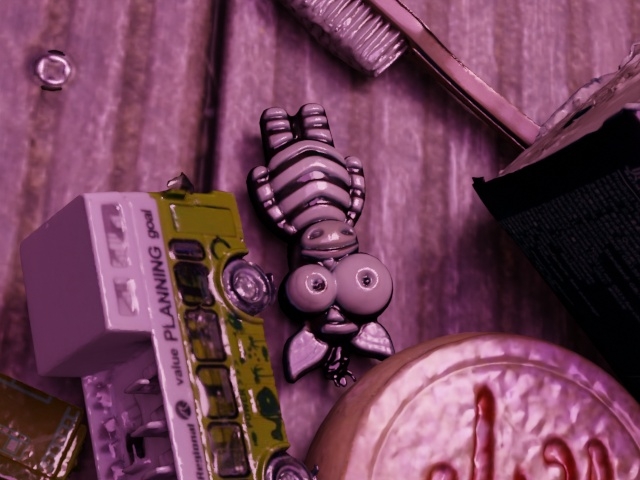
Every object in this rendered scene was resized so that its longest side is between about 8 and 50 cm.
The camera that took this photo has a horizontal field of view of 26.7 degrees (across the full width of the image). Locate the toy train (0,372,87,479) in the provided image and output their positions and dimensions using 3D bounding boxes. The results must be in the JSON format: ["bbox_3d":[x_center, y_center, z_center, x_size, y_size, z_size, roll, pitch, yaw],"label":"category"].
[{"bbox_3d":[-0.253,0.134,0.873,0.225,0.090,0.137,26,55,-8],"label":"toy train"}]

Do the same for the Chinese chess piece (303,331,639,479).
[{"bbox_3d":[0.115,0.197,0.925,0.270,0.112,0.270,5,70,-13],"label":"Chinese chess piece"}]

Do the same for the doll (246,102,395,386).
[{"bbox_3d":[0.000,0.000,0.995,0.091,0.067,0.219,-7,73,-17],"label":"doll"}]

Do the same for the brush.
[{"bbox_3d":[0.081,-0.130,1.070,0.327,0.070,0.065,41,84,2],"label":"brush"}]

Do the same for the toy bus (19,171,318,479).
[{"bbox_3d":[-0.094,0.114,0.870,0.139,0.113,0.301,5,62,-42],"label":"toy bus"}]

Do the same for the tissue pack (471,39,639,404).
[{"bbox_3d":[0.342,0.033,0.929,0.253,0.264,0.416,-41,92,-21],"label":"tissue pack"}]
